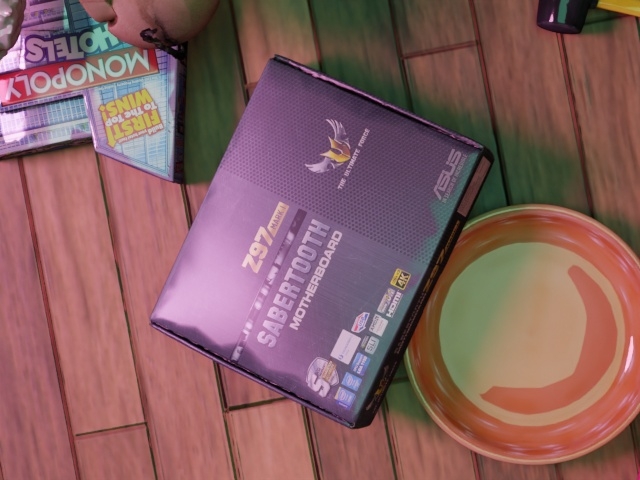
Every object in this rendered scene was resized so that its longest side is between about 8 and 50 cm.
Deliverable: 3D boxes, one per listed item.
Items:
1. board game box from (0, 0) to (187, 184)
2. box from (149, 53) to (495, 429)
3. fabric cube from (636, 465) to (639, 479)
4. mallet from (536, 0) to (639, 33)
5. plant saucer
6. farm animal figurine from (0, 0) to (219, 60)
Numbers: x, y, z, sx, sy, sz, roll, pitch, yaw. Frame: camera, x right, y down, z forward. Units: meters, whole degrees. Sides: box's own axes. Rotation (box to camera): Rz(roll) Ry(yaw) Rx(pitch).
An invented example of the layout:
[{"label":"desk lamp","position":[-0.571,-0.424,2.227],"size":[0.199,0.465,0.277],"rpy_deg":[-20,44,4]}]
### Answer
[{"label":"board game box","position":[-0.178,-0.128,1.135],"size":[0.194,0.060,0.194],"rpy_deg":[-12,89,3]},{"label":"box","position":[0.000,0.000,1.109],"size":[0.183,0.059,0.232],"rpy_deg":[26,91,17]},{"label":"fabric cube","position":[0.378,0.138,1.011],"size":[0.258,0.254,0.259],"rpy_deg":[13,92,5]},{"label":"mallet","position":[0.258,-0.166,1.125],"size":[0.190,0.039,0.062],"rpy_deg":[20,90,-1]},{"label":"plant saucer","position":[0.162,0.072,1.129],"size":[0.200,0.037,0.200],"rpy_deg":[0,90,4]},{"label":"farm animal figurine","position":[-0.115,-0.279,1.033],"size":[0.330,0.172,0.326],"rpy_deg":[-1,80,14]}]
